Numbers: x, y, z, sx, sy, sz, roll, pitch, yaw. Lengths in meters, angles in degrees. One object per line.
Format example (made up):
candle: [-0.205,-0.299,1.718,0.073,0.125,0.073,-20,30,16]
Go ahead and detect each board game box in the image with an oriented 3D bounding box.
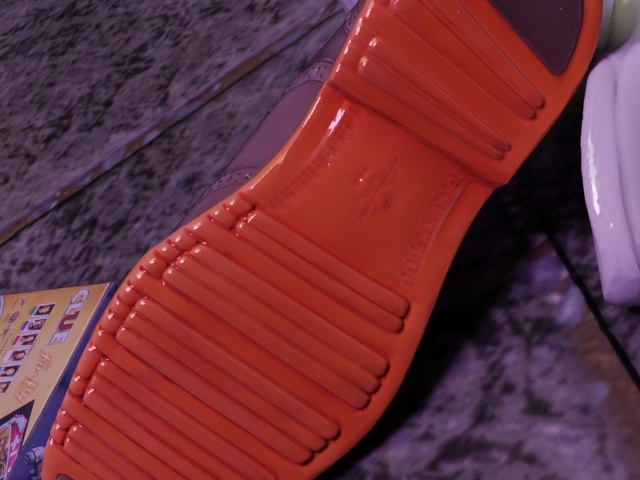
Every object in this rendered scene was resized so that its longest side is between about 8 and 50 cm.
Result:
board game box: [-0.208,0.135,0.872,0.165,0.042,0.243,-7,46,39]

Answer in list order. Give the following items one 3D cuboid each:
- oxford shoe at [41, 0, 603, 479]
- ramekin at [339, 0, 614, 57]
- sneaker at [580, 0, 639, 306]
oxford shoe: [0.000,0.000,0.766,0.364,0.130,0.133,-50,8,7]
ramekin: [0.107,-0.226,0.901,0.277,0.135,0.277,-25,37,20]
sneaker: [0.173,-0.062,0.715,0.094,0.080,0.212,3,52,20]
